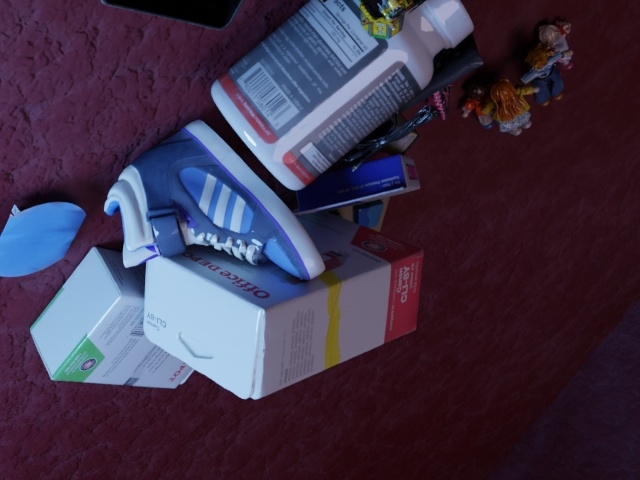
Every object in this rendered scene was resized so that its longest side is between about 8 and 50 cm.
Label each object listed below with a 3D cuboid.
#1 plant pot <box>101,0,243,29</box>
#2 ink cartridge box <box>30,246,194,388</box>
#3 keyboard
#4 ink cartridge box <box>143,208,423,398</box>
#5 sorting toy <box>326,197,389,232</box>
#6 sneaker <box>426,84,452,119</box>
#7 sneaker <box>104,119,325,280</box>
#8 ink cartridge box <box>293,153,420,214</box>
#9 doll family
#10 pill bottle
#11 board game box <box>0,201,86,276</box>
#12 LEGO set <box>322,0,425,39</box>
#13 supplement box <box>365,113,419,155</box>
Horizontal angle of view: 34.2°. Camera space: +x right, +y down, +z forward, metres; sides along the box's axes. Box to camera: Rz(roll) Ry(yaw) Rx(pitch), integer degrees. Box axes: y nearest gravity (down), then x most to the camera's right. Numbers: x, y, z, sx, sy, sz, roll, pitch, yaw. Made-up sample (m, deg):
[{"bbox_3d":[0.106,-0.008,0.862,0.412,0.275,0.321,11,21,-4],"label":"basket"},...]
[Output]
[{"bbox_3d":[-0.174,-0.385,1.222,0.188,0.167,0.187,3,132,-45],"label":"plant pot"},{"bbox_3d":[-0.320,0.144,1.817,0.211,0.121,0.289,-49,146,19],"label":"ink cartridge box"},{"bbox_3d":[0.110,-0.217,1.633,0.317,0.201,0.033,-30,129,20],"label":"keyboard"},{"bbox_3d":[-0.058,0.086,1.716,0.385,0.279,0.160,-18,122,-44],"label":"ink cartridge box"},{"bbox_3d":[0.000,0.000,2.012,0.307,0.041,0.229,-16,143,-30],"label":"sorting toy"},{"bbox_3d":[0.220,-0.265,1.879,0.057,0.047,0.119,-44,151,-9],"label":"sneaker"},{"bbox_3d":[-0.177,-0.005,1.577,0.236,0.323,0.130,-41,171,-9],"label":"sneaker"},{"bbox_3d":[0.064,-0.091,1.722,0.176,0.069,0.371,-13,-177,10],"label":"ink cartridge box"},{"bbox_3d":[0.387,-0.291,1.926,0.263,0.118,0.163,-38,148,4],"label":"doll family"},{"bbox_3d":[0.035,-0.261,1.543,0.363,0.210,0.210,-39,148,5],"label":"pill bottle"},{"bbox_3d":[-0.439,-0.012,1.589,0.133,0.033,0.168,-8,144,-45],"label":"board game box"},{"bbox_3d":[0.128,-0.439,1.354,0.331,0.255,0.192,-27,170,-1],"label":"LEGO set"},{"bbox_3d":[0.113,-0.197,1.820,0.083,0.083,0.056,13,125,-50],"label":"supplement box"}]
